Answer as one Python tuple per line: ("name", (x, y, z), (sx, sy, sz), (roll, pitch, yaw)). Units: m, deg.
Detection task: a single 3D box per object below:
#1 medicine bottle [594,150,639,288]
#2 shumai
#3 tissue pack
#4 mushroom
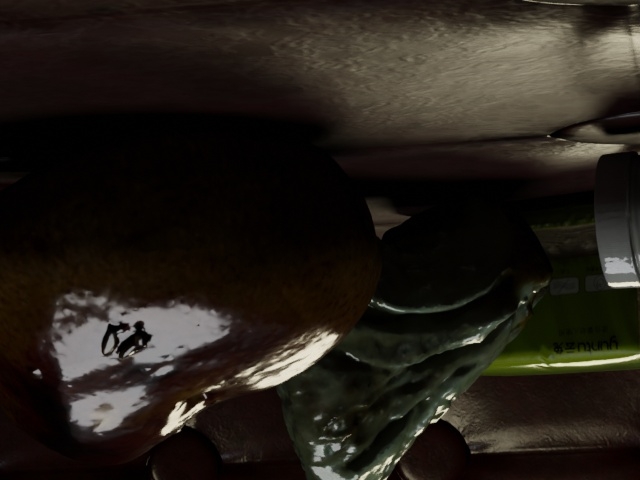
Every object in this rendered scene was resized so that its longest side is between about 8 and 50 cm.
("medicine bottle", (0.340, -0.024, 1.428), (0.250, 0.131, 0.131), (-4, 173, 20))
("shumai", (0.092, 0.087, 1.732), (0.263, 0.304, 0.309), (-14, 174, 5))
("tissue pack", (0.246, 0.051, 1.897), (0.274, 0.167, 0.200), (-8, 171, 38))
("mushroom", (-0.140, 0.012, 1.434), (0.345, 0.260, 0.345), (-19, 155, -10))
